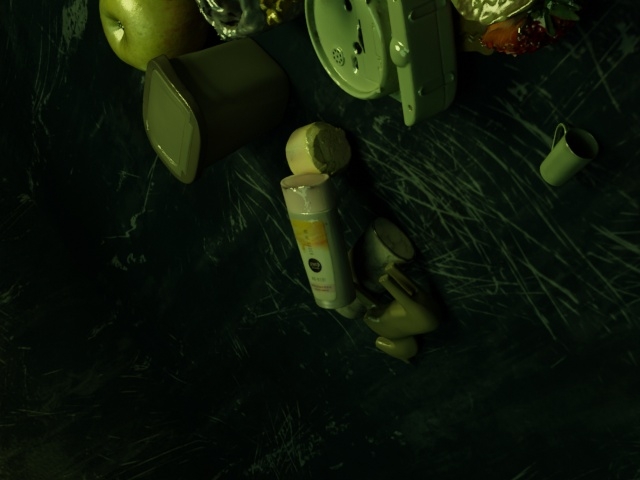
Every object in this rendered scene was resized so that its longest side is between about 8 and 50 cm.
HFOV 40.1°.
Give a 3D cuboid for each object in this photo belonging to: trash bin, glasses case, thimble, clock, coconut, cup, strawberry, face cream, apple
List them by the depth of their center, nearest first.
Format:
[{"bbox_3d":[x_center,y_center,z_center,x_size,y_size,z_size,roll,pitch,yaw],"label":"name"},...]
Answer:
[{"bbox_3d":[0.297,-0.305,1.182,0.085,0.140,0.192,25,131,-17],"label":"strawberry"},{"bbox_3d":[0.359,-0.128,1.294,0.075,0.054,0.083,50,149,12],"label":"cup"},{"bbox_3d":[0.080,-0.344,1.417,0.324,0.109,0.265,33,145,49],"label":"clock"},{"bbox_3d":[-0.135,-0.485,1.569,0.205,0.172,0.236,10,125,54],"label":"thimble"},{"bbox_3d":[0.000,0.000,1.695,0.107,0.073,0.269,2,118,31],"label":"face cream"},{"bbox_3d":[-0.007,-0.170,1.711,0.122,0.116,0.116,-10,108,56],"label":"coconut"},{"bbox_3d":[-0.212,-0.278,1.768,0.219,0.250,0.219,48,146,18],"label":"trash bin"},{"bbox_3d":[0.095,0.065,1.807,0.114,0.060,0.299,49,147,8],"label":"glasses case"},{"bbox_3d":[-0.348,-0.478,1.842,0.261,0.194,0.260,36,144,32],"label":"apple"}]

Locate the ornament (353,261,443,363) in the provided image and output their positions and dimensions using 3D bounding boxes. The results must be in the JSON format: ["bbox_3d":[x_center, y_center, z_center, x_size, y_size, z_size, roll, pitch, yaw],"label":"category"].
[{"bbox_3d":[0.153,0.161,1.778,0.245,0.061,0.230,43,144,-18],"label":"ornament"}]

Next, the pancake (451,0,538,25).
[{"bbox_3d":[0.240,-0.393,1.154,0.212,0.029,0.235,-33,56,44],"label":"pancake"}]

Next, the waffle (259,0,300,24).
[{"bbox_3d":[0.020,-0.463,1.318,0.293,0.259,0.069,-7,149,45],"label":"waffle"}]

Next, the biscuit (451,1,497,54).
[{"bbox_3d":[0.202,-0.396,1.306,0.184,0.035,0.248,15,127,48],"label":"biscuit"}]
